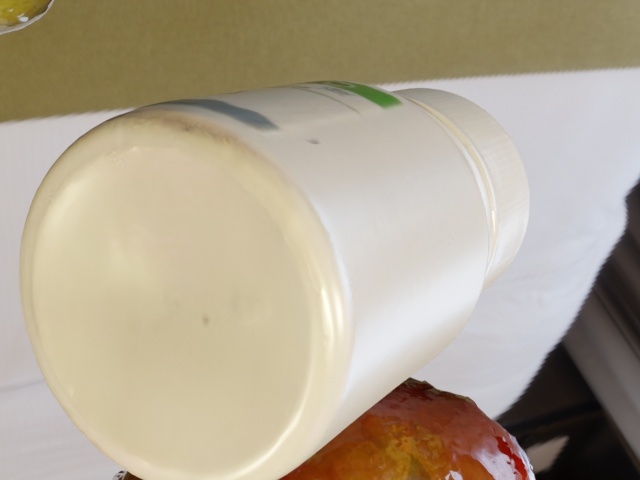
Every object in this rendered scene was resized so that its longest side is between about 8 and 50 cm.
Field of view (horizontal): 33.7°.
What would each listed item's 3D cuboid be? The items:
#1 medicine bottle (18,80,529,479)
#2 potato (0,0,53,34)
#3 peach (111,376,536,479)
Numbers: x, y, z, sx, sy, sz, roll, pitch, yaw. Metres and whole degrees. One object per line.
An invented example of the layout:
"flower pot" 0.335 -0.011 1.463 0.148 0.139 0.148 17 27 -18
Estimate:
"medicine bottle" 0.000 0.000 0.446 0.139 0.139 0.237 -47 170 28
"potato" -0.204 -0.191 0.512 0.149 0.113 0.251 -8 158 7
"peach" -0.015 0.295 0.819 0.406 0.310 0.335 -23 129 26
